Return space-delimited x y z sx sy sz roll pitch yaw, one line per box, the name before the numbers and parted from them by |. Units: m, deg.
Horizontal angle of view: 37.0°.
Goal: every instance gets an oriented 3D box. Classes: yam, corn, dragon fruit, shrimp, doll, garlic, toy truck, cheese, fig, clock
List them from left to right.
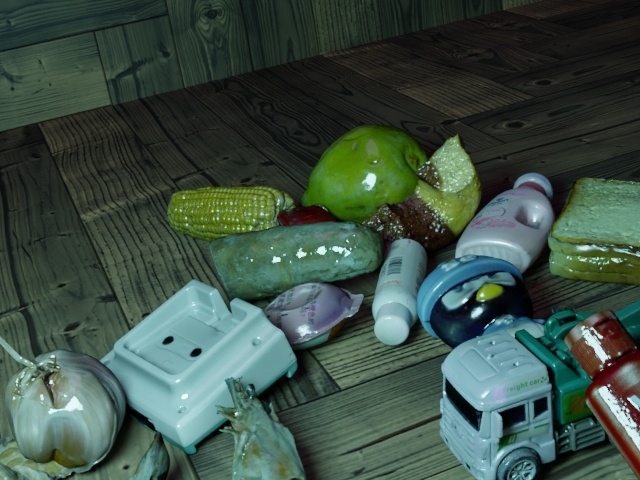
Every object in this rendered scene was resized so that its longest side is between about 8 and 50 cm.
garlic | -0.417 0.238 1.374 0.257 0.207 0.207 33 20 -14
clock | -0.206 0.180 1.476 0.231 0.116 0.262 -36 34 -30
shrimp | -0.139 0.304 1.225 0.247 0.085 0.360 -7 37 5
corn | -0.184 -0.053 1.991 0.347 0.130 0.130 7 29 36
cheese | -0.063 0.135 1.605 0.286 0.074 0.189 -15 19 19
yam | -0.045 0.035 1.706 0.330 0.133 0.133 -9 24 18
dragon fruit | 0.002 -0.001 1.824 0.120 0.127 0.161 -24 27 -12
fig | 0.077 -0.099 1.953 0.314 0.233 0.233 -34 21 13
doll | 0.253 0.111 1.465 0.177 0.141 0.314 -20 29 -11
toy truck | 0.332 0.180 1.248 0.363 0.178 0.176 -18 26 -13

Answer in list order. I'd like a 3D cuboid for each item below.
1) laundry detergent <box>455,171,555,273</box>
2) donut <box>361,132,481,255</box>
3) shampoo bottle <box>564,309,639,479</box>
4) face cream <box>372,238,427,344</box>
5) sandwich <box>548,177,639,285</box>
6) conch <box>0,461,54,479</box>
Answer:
laundry detergent | 0.368 -0.036 1.803 0.159 0.088 0.335 3 27 27
donut | 0.206 -0.042 1.824 0.295 0.151 0.112 -41 46 4
shampoo bottle | 0.391 0.220 1.069 0.118 0.076 0.314 -25 61 -9
face cream | 0.134 0.087 1.625 0.082 0.082 0.269 -4 24 12
sandwich | 0.566 -0.011 1.668 0.301 0.099 0.271 8 34 26
conch | -0.430 0.334 1.218 0.178 0.163 0.245 24 8 27
